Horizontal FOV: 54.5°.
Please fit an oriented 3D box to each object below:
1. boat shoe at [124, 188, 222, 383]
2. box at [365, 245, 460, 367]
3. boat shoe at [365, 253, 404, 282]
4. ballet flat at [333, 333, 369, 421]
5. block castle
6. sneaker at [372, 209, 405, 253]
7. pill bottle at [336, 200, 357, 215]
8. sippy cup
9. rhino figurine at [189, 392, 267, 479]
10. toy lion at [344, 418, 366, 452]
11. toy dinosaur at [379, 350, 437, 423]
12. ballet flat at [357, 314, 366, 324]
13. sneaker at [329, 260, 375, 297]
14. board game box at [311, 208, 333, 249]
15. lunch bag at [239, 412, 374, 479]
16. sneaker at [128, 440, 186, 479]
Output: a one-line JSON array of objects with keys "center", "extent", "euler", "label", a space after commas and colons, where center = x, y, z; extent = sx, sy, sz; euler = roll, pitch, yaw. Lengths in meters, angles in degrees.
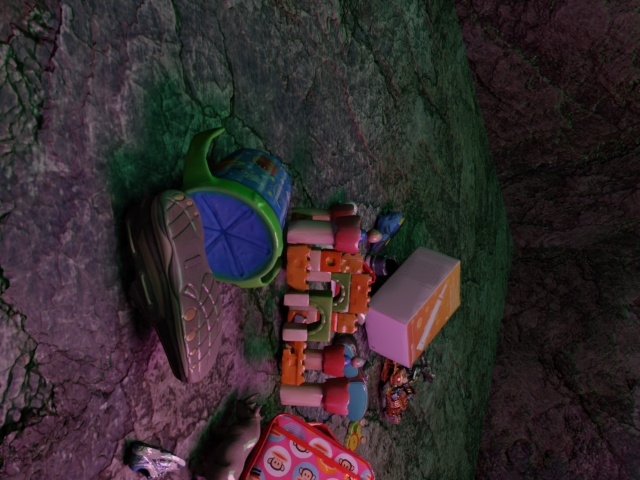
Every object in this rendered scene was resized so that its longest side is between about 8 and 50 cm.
[{"center": [-0.275, 0.086, 1.148], "extent": [0.132, 0.130, 0.355], "euler": [-16, 100, -64], "label": "boat shoe"}, {"center": [0.316, 0.216, 2.094], "extent": [0.345, 0.168, 0.215], "euler": [-43, 139, -33], "label": "box"}, {"center": [0.237, 0.095, 2.147], "extent": [0.254, 0.079, 0.095], "euler": [31, 65, -58], "label": "boat shoe"}, {"center": [0.103, 0.413, 1.909], "extent": [0.096, 0.095, 0.280], "euler": [-49, 134, -66], "label": "ballet flat"}, {"center": [0.023, 0.148, 1.472], "extent": [0.303, 0.213, 0.453], "euler": [-93, -174, -80], "label": "block castle"}, {"center": [0.214, -0.033, 2.123], "extent": [0.209, 0.082, 0.069], "euler": [-48, 169, -42], "label": "sneaker"}, {"center": [0.063, -0.072, 1.828], "extent": [0.120, 0.067, 0.067], "euler": [-47, 131, -51], "label": "pill bottle"}, {"center": [-0.164, -0.069, 1.267], "extent": [0.224, 0.240, 0.305], "euler": [-67, 178, -52], "label": "sippy cup"}, {"center": [-0.187, 0.434, 1.348], "extent": [0.243, 0.106, 0.073], "euler": [-61, 142, -40], "label": "rhino figurine"}, {"center": [0.106, 0.627, 1.988], "extent": [0.096, 0.034, 0.100], "euler": [-12, 102, -53], "label": "toy lion"}, {"center": [0.290, 0.484, 2.211], "extent": [0.218, 0.164, 0.321], "euler": [-15, 127, -44], "label": "toy dinosaur"}, {"center": [0.113, 0.182, 1.967], "extent": [0.052, 0.057, 0.168], "euler": [5, 83, -34], "label": "ballet flat"}, {"center": [0.097, 0.155, 1.839], "extent": [0.087, 0.128, 0.221], "euler": [-32, 119, -57], "label": "sneaker"}, {"center": [0.000, 0.000, 1.758], "extent": [0.103, 0.026, 0.154], "euler": [-45, 129, -52], "label": "board game box"}, {"center": [-0.029, 0.533, 1.399], "extent": [0.293, 0.120, 0.258], "euler": [33, 48, -6], "label": "lunch bag"}, {"center": [-0.315, 0.425, 1.183], "extent": [0.135, 0.052, 0.058], "euler": [42, 65, -46], "label": "sneaker"}]
